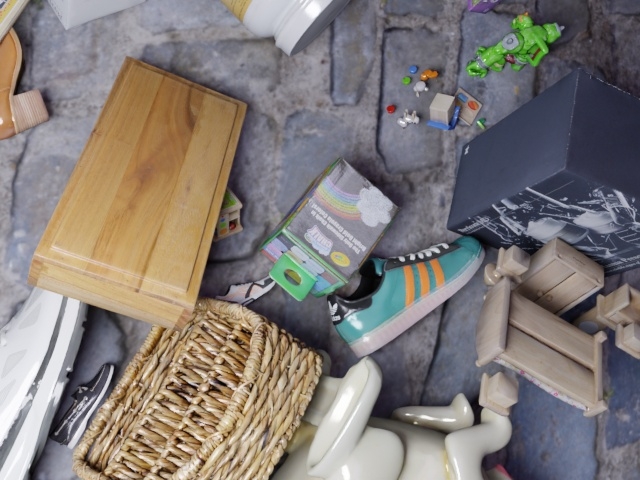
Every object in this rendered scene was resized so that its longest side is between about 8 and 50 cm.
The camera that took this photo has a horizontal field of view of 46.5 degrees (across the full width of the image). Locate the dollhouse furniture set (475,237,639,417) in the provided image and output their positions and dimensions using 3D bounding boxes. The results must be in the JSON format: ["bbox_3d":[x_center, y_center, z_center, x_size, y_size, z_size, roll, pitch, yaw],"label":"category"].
[{"bbox_3d":[0.358,0.194,1.177,0.303,0.174,0.355,30,47,-10],"label":"dollhouse furniture set"}]

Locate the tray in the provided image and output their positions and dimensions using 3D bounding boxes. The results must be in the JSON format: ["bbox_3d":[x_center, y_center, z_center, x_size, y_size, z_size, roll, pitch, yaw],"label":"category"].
[{"bbox_3d":[-0.240,-0.084,1.059,0.203,0.076,0.410,20,46,-14],"label":"tray"}]

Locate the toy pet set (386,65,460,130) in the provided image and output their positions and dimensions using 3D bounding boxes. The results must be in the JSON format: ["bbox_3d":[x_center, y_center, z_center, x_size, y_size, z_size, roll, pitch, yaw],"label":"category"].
[{"bbox_3d":[0.197,-0.247,1.374,0.114,0.065,0.122,19,61,23],"label":"toy pet set"}]

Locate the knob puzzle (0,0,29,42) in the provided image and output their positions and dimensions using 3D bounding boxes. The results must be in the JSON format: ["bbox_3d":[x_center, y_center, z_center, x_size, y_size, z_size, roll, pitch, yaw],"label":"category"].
[{"bbox_3d":[-0.537,-0.353,1.089,0.213,0.030,0.213,-1,68,2],"label":"knob puzzle"}]

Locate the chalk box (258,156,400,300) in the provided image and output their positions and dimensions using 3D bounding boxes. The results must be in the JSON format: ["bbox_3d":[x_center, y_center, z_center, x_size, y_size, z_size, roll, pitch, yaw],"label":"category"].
[{"bbox_3d":[0.000,0.000,1.179,0.132,0.132,0.213,41,66,-7],"label":"chalk box"}]

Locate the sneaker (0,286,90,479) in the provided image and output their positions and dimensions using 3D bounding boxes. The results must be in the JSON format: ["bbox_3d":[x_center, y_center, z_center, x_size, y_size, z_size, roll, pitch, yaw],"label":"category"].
[{"bbox_3d":[-0.461,0.190,0.929,0.258,0.169,0.447,21,71,-16],"label":"sneaker"}]

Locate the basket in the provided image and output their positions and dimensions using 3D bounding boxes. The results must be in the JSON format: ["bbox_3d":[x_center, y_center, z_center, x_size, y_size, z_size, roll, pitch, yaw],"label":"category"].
[{"bbox_3d":[-0.164,0.229,1.005,0.223,0.213,0.299,35,66,-9],"label":"basket"}]

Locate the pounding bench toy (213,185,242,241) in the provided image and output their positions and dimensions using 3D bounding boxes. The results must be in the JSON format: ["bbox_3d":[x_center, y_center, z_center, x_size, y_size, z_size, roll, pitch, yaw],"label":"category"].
[{"bbox_3d":[-0.165,-0.050,1.171,0.052,0.065,0.083,-24,55,-24],"label":"pounding bench toy"}]

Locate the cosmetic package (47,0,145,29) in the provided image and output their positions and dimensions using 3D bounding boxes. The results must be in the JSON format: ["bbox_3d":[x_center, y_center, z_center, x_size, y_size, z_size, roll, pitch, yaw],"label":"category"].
[{"bbox_3d":[-0.355,-0.451,1.140,0.151,0.184,0.151,-31,88,-26],"label":"cosmetic package"}]

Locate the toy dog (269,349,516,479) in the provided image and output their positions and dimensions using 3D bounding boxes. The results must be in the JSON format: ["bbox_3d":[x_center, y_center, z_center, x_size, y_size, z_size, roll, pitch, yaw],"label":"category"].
[{"bbox_3d":[0.136,0.383,1.044,0.408,0.284,0.395,29,68,-13],"label":"toy dog"}]

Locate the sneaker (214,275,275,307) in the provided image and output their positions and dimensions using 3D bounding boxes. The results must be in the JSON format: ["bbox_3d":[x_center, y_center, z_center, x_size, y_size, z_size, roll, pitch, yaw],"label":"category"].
[{"bbox_3d":[-0.117,0.079,1.161,0.109,0.040,0.043,-32,86,-26],"label":"sneaker"}]

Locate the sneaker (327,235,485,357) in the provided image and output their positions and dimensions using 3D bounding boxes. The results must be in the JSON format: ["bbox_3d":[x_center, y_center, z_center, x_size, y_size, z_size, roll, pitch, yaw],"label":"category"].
[{"bbox_3d":[0.144,0.060,1.228,0.302,0.108,0.121,-35,94,-24],"label":"sneaker"}]

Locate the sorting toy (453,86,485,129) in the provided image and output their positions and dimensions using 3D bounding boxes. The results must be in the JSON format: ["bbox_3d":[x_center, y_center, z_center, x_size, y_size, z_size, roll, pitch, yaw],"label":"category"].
[{"bbox_3d":[0.287,-0.249,1.421,0.083,0.012,0.062,35,66,-8],"label":"sorting toy"}]

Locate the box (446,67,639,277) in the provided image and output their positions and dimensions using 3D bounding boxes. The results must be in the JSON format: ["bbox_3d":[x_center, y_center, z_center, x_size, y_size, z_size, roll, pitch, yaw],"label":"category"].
[{"bbox_3d":[0.439,-0.086,1.252,0.313,0.343,0.178,21,70,-14],"label":"box"}]

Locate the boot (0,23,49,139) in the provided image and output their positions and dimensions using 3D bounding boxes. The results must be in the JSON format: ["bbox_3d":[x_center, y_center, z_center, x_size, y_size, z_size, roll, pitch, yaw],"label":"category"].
[{"bbox_3d":[-0.504,-0.238,1.088,0.152,0.073,0.197,-21,81,-20],"label":"boot"}]

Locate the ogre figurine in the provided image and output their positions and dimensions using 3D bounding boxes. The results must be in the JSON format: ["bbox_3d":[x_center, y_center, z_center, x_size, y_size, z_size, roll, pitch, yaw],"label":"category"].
[{"bbox_3d":[0.386,-0.372,1.435,0.197,0.118,0.096,1,75,-21],"label":"ogre figurine"}]

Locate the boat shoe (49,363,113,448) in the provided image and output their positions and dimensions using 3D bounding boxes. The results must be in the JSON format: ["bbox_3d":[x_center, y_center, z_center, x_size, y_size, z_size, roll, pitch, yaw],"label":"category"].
[{"bbox_3d":[-0.331,0.225,1.038,0.038,0.046,0.125,31,75,-15],"label":"boat shoe"}]

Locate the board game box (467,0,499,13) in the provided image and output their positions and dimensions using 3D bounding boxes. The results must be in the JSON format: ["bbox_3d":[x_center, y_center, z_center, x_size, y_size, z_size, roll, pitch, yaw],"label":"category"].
[{"bbox_3d":[0.374,-0.598,1.369,0.056,0.347,0.208,7,73,-22],"label":"board game box"}]

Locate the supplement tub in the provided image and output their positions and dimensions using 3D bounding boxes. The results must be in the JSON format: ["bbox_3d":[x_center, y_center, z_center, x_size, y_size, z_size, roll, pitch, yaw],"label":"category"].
[{"bbox_3d":[-0.097,-0.482,1.223,0.316,0.228,0.228,44,65,-5],"label":"supplement tub"}]
